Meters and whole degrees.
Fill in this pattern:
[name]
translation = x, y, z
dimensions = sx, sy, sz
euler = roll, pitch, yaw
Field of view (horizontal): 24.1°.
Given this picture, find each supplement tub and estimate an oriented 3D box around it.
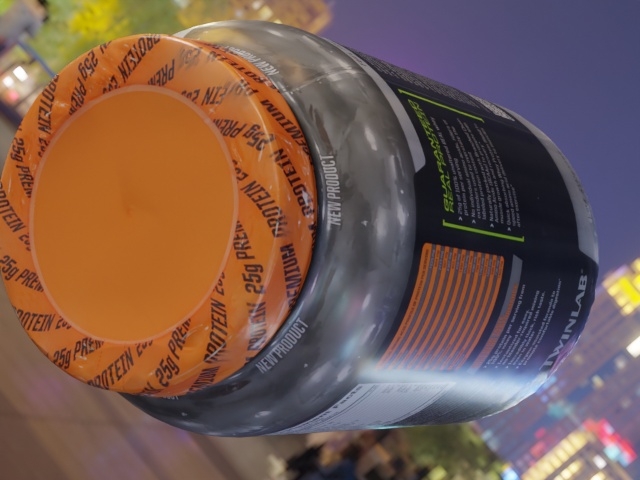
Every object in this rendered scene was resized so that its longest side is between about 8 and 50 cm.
[supplement tub]
translation = 0.000, 0.000, 0.455
dimensions = 0.117, 0.117, 0.190
euler = 49, 19, 25
